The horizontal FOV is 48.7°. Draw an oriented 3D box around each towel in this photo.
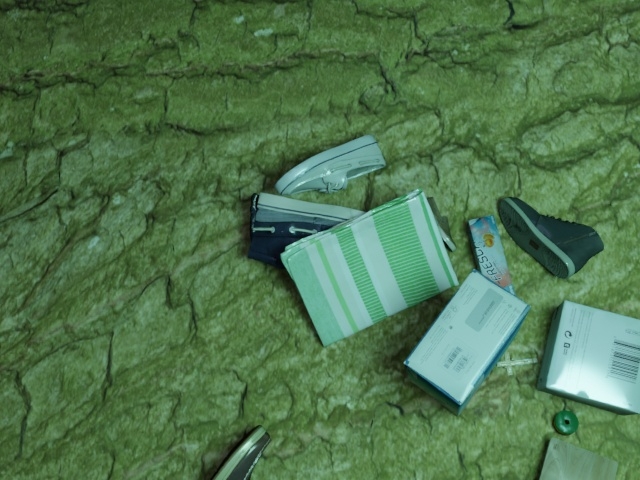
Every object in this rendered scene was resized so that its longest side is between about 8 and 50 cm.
[{"bbox_3d":[0.107,0.060,1.490,0.324,0.038,0.248,-25,109,0],"label":"towel"}]

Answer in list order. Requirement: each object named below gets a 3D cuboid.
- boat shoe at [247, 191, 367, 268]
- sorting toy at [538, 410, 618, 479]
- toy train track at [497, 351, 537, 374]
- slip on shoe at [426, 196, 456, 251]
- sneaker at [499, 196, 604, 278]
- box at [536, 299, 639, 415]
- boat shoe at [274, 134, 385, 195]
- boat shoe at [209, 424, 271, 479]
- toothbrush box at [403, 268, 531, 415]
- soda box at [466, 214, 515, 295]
[{"bbox_3d":[0.000,0.000,1.559,0.340,0.127,0.158,11,89,13],"label":"boat shoe"},{"bbox_3d":[0.489,0.480,1.373,0.132,0.046,0.275,19,67,12],"label":"sorting toy"},{"bbox_3d":[0.410,0.254,1.473,0.083,0.014,0.048,-7,74,5],"label":"toy train track"},{"bbox_3d":[0.264,-0.037,1.559,0.041,0.051,0.135,-33,65,0],"label":"slip on shoe"},{"bbox_3d":[0.491,-0.024,1.519,0.118,0.083,0.222,-29,64,-21],"label":"sneaker"},{"bbox_3d":[0.545,0.234,1.405,0.181,0.119,0.181,14,77,12],"label":"box"},{"bbox_3d":[0.027,-0.148,1.580,0.267,0.096,0.088,-25,80,-26],"label":"boat shoe"},{"bbox_3d":[-0.185,0.540,1.428,0.123,0.123,0.342,33,81,1],"label":"boat shoe"},{"bbox_3d":[0.278,0.207,1.357,0.126,0.295,0.216,36,81,18],"label":"toothbrush box"},{"bbox_3d":[0.362,0.043,1.514,0.058,0.063,0.183,-12,73,3],"label":"soda box"}]
